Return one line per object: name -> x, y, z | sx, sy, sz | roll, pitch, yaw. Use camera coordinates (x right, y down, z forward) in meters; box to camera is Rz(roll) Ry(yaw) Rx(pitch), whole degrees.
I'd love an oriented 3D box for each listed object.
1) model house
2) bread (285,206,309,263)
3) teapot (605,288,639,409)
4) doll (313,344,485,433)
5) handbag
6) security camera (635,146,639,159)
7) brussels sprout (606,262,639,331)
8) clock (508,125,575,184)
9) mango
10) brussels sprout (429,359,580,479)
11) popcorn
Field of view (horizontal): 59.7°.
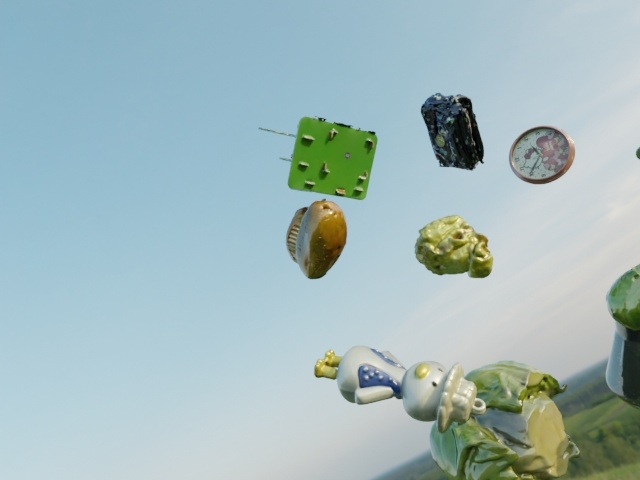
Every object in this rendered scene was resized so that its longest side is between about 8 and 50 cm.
model house -> -0.043, -0.287, 1.901 | 0.358, 0.313, 0.242 | 3, -81, -38
bread -> -0.028, -0.013, 1.991 | 0.204, 0.156, 0.288 | -59, -16, -13
teapot -> 0.978, 0.296, 1.657 | 0.253, 0.344, 0.300 | -5, 25, 28
doll -> 0.132, 0.243, 0.948 | 0.138, 0.293, 0.119 | -36, -49, -54
handbag -> 0.405, -0.325, 1.691 | 0.113, 0.162, 0.260 | -42, -55, -26
security camera -> 0.964, -0.238, 1.647 | 0.058, 0.058, 0.092 | -52, 3, 45
brussels sprout -> 0.708, 0.125, 1.198 | 0.144, 0.162, 0.180 | -50, -41, -36
clock -> 0.862, -0.335, 2.179 | 0.244, 0.244, 0.056 | -36, -26, 18
mango -> 0.000, 0.000, 1.661 | 0.156, 0.151, 0.248 | -50, -21, -68
brussels sprout -> 0.512, 0.568, 1.639 | 0.361, 0.342, 0.425 | -27, 16, 49
popcorn -> 0.495, 0.017, 2.054 | 0.286, 0.225, 0.173 | 9, -25, 16
